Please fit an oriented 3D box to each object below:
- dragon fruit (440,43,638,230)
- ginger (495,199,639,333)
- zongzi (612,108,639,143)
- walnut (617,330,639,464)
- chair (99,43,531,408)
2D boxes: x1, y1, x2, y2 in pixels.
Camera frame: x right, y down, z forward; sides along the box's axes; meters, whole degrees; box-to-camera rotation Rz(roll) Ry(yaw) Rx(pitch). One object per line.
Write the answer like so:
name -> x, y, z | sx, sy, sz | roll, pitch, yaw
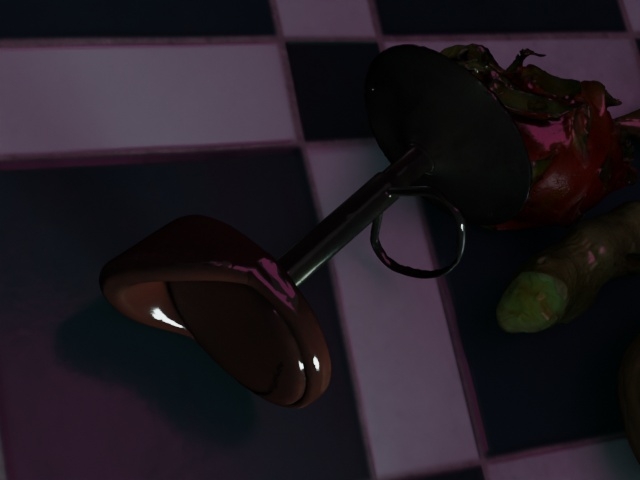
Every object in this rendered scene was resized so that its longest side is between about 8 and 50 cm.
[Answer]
dragon fruit -> 0.238, -0.126, 1.389 | 0.200, 0.269, 0.198 | -22, 41, 6
ginger -> 0.303, 0.028, 1.409 | 0.290, 0.137, 0.089 | -32, 48, -32
zongzi -> 0.445, -0.174, 1.580 | 0.176, 0.078, 0.160 | 21, 59, -12
walnut -> 0.466, 0.160, 1.360 | 0.296, 0.285, 0.285 | -40, 90, 8
chair -> 0.000, 0.000, 1.236 | 0.401, 0.226, 0.226 | -39, 90, -29
